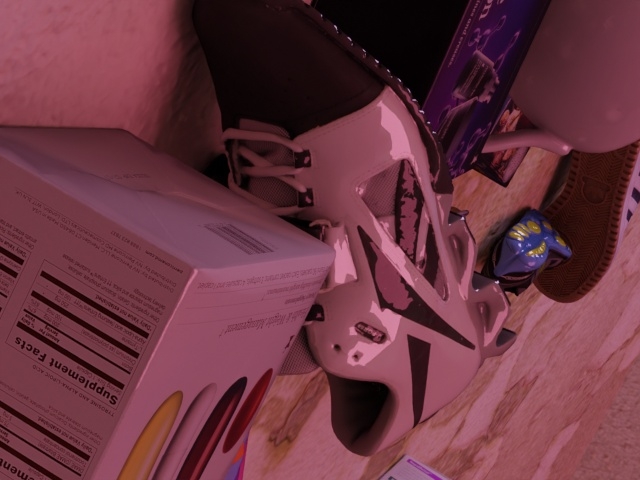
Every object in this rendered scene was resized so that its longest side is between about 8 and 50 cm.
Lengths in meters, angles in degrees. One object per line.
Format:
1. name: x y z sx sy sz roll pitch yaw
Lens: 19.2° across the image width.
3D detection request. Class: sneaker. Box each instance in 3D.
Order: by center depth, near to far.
1. sneaker: 0.000 0.000 1.090 0.146 0.122 0.330 -47 127 -20
2. sneaker: -0.052 -0.041 1.192 0.083 0.032 0.037 -43 158 -43
3. sneaker: 0.213 0.015 2.020 0.078 0.067 0.188 -42 172 21
4. sneaker: 0.327 -0.066 2.119 0.153 0.099 0.282 -35 148 -49

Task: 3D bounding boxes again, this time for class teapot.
1. teapot: 0.203 -0.199 1.412 0.252 0.187 0.256 -38 -161 41

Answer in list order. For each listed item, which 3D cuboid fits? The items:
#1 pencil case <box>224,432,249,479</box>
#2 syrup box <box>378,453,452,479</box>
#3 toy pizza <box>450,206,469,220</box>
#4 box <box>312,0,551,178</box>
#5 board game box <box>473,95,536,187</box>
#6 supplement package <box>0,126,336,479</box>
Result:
1. pencil case: -0.092 0.111 1.237 0.104 0.104 0.236 -44 160 -40
2. syrup box: 0.068 0.339 2.081 0.237 0.096 0.093 -33 149 -54
3. toy pizza: 0.006 0.013 1.301 0.201 0.032 0.201 -24 177 -1
4. box: 0.080 -0.161 1.251 0.184 0.103 0.261 -33 149 -61
5. board game box: 0.195 -0.171 1.655 0.243 0.042 0.165 -59 163 1
6. supplement package: -0.125 0.064 0.962 0.203 0.149 0.194 -64 163 12
